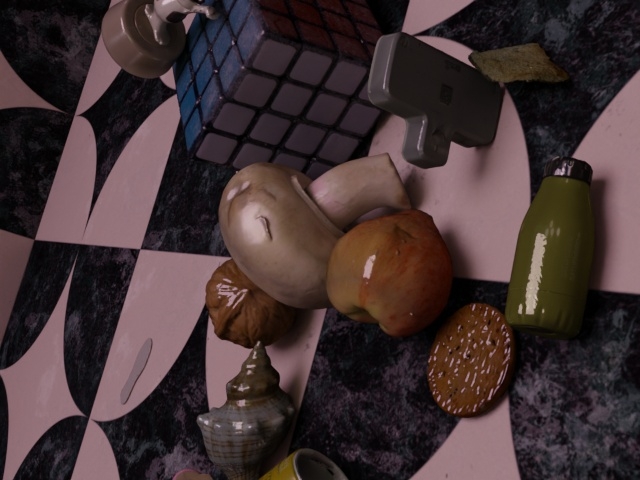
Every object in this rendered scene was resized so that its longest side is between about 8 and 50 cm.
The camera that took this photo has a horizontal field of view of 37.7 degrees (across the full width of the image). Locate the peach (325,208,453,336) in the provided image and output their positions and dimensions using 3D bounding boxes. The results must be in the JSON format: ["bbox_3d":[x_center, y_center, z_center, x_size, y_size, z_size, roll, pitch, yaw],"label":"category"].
[{"bbox_3d":[0.124,0.043,1.589,0.232,0.232,0.233,-31,48,44],"label":"peach"}]

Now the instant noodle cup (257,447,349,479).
[{"bbox_3d":[-0.065,0.492,1.640,0.236,0.215,0.216,-47,38,17],"label":"instant noodle cup"}]

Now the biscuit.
[{"bbox_3d":[0.242,0.191,1.498,0.188,0.027,0.188,-34,45,43],"label":"biscuit"}]

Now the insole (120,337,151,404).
[{"bbox_3d":[-0.491,0.349,2.496,0.065,0.004,0.197,37,104,56],"label":"insole"}]

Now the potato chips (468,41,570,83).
[{"bbox_3d":[0.333,-0.300,1.584,0.209,0.026,0.142,17,45,37],"label":"potato chips"}]

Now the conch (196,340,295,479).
[{"bbox_3d":[-0.166,0.384,1.858,0.386,0.169,0.203,-67,26,3],"label":"conch"}]

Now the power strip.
[{"bbox_3d":[0.189,-0.219,1.582,0.059,0.264,0.194,-1,74,53],"label":"power strip"}]

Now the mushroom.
[{"bbox_3d":[-0.020,-0.012,1.783,0.315,0.355,0.315,177,90,-69],"label":"mushroom"}]

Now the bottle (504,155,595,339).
[{"bbox_3d":[0.344,0.008,1.372,0.112,0.112,0.260,-4,69,55],"label":"bottle"}]

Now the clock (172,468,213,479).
[{"bbox_3d":[-0.252,0.580,1.905,0.195,0.100,0.194,108,144,-59],"label":"clock"}]

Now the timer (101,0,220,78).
[{"bbox_3d":[-0.308,-0.461,1.899,0.266,0.175,0.175,-25,53,47],"label":"timer"}]

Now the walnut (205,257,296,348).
[{"bbox_3d":[-0.142,0.125,1.922,0.213,0.213,0.213,-31,48,44],"label":"walnut"}]

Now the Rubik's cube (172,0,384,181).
[{"bbox_3d":[-0.083,-0.351,1.951,0.337,0.343,0.345,-56,35,33],"label":"Rubik's cube"}]
